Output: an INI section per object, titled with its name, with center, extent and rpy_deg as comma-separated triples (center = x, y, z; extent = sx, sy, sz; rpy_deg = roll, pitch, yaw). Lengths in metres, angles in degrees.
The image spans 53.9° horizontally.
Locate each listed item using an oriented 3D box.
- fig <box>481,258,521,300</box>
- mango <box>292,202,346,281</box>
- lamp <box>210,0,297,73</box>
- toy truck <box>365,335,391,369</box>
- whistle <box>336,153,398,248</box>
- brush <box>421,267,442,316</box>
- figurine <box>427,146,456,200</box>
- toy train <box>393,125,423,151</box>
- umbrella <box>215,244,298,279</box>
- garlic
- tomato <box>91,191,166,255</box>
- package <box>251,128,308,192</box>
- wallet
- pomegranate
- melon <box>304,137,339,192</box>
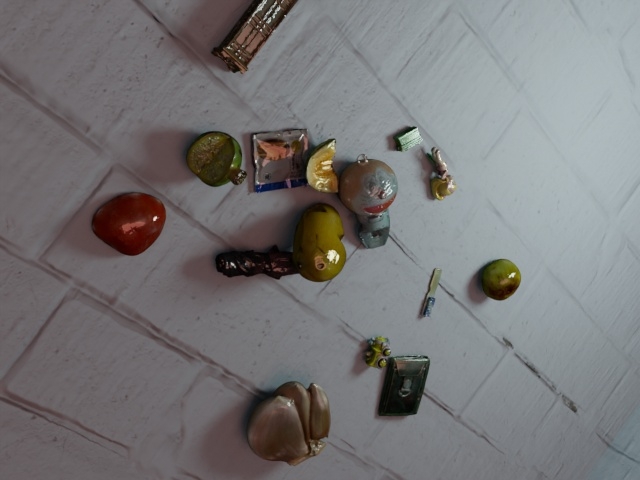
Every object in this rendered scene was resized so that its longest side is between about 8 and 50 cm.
[fig]
center = 0.650, 0.142, 2.264
extent = 0.136, 0.121, 0.153
rpy_deg = 40, 85, -37
[mango]
center = 0.000, 0.000, 1.819
extent = 0.167, 0.130, 0.262
rpy_deg = 23, 53, -30
[lamp]
center = -0.143, -0.582, 1.620
extent = 0.089, 0.090, 0.325
rpy_deg = 39, 85, -31
[toy truck]
center = 0.191, 0.373, 2.128
extent = 0.077, 0.076, 0.111
rpy_deg = 15, 98, -11
[whistle]
center = 0.156, -0.104, 1.901
extent = 0.189, 0.189, 0.347
rpy_deg = -28, 128, -18
[brush]
center = 0.390, 0.184, 2.194
extent = 0.033, 0.030, 0.178
rpy_deg = 11, 101, -21
[figurine]
center = 0.387, -0.215, 2.040
extent = 0.083, 0.083, 0.187
rpy_deg = -35, 125, -14
[toy train]
center = 0.272, -0.315, 1.962
extent = 0.093, 0.038, 0.056
rpy_deg = -30, 112, -16
[umbrella]
center = -0.145, 0.069, 1.831
extent = 0.326, 0.094, 0.090
rpy_deg = 1, 113, -28
[garlic]
center = -0.103, 0.574, 1.994
extent = 0.279, 0.132, 0.325
rpy_deg = -26, 119, -19
[tomato]
center = -0.481, -0.044, 1.618
extent = 0.174, 0.082, 0.166
rpy_deg = -49, 121, -3
[package]
center = -0.111, -0.227, 1.789
extent = 0.171, 0.027, 0.173
rpy_deg = -12, 111, -25
[wallet]
center = 0.298, 0.521, 2.242
extent = 0.160, 0.055, 0.236
rpy_deg = 4, 105, -22
[pomegranate]
center = -0.260, -0.208, 1.654
extent = 0.169, 0.122, 0.143
rpy_deg = 31, 96, 2
[melon]
center = -0.005, -0.214, 1.810
extent = 0.128, 0.079, 0.160
rpy_deg = -20, 120, -33
